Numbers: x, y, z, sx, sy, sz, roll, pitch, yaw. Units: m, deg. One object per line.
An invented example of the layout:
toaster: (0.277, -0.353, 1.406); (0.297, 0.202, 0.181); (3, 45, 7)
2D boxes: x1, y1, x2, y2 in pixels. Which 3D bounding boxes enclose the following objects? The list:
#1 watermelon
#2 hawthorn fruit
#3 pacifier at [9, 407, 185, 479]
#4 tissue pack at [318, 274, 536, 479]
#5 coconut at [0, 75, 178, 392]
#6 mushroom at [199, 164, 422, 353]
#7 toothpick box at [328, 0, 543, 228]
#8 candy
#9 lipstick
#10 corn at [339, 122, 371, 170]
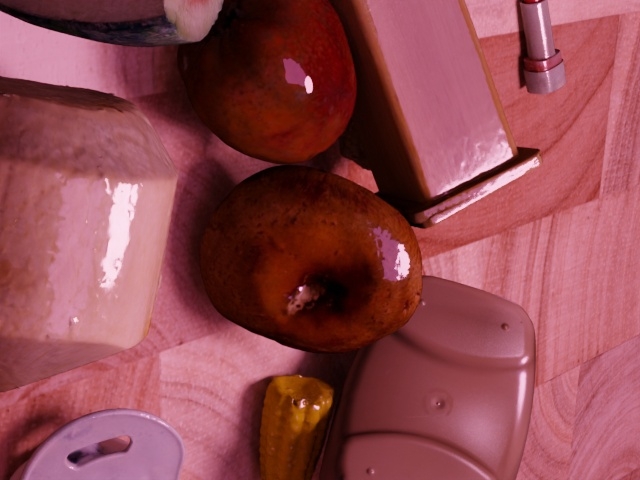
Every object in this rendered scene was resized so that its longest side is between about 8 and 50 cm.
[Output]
watermelon: (-0.162, -0.302, 1.156); (0.292, 0.250, 0.283); (-46, 171, 36)
hawthorn fruit: (-0.039, -0.187, 1.421); (0.248, 0.208, 0.208); (34, 79, -39)
pacifier: (-0.243, 0.343, 1.409); (0.238, 0.226, 0.287); (-14, 115, -23)
tissue pack: (0.152, 0.269, 1.713); (0.277, 0.267, 0.387); (89, 17, -61)
coconut: (-0.288, -0.004, 1.177); (0.323, 0.323, 0.323); (-20, 119, -41)
mushroom: (-0.019, 0.010, 1.526); (0.267, 0.254, 0.267); (-10, 130, -13)
toothpick box: (0.115, -0.199, 1.515); (0.190, 0.187, 0.308); (-26, 106, -15)
candy: (-0.041, 0.286, 1.694); (0.106, 0.094, 0.199); (-63, 165, -68)
lipstick: (0.338, -0.326, 1.890); (0.063, 0.057, 0.186); (-33, 122, -34)
corn: (0.106, -0.251, 1.643); (0.097, 0.097, 0.320); (24, 88, -49)
